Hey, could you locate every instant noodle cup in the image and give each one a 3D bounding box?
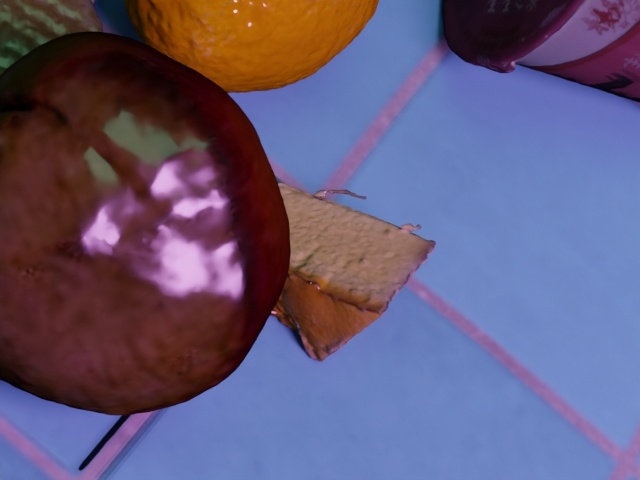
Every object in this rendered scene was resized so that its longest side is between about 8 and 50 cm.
[{"bbox_3d":[0.214,-0.194,1.131,0.178,0.235,0.235,21,55,-25],"label":"instant noodle cup"}]

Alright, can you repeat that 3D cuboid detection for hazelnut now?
[{"bbox_3d":[-0.113,-0.014,0.906,0.208,0.208,0.208,11,59,-19],"label":"hazelnut"}]

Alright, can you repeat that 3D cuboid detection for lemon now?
[{"bbox_3d":[-0.038,-0.162,1.035,0.187,0.142,0.142,-10,67,-39],"label":"lemon"}]

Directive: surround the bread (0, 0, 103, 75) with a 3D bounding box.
[{"bbox_3d":[-0.234,-0.191,1.012,0.286,0.056,0.207,37,57,-2],"label":"bread"}]

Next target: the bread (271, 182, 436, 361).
[{"bbox_3d":[0.000,0.000,0.998,0.109,0.080,0.084,45,52,1],"label":"bread"}]
